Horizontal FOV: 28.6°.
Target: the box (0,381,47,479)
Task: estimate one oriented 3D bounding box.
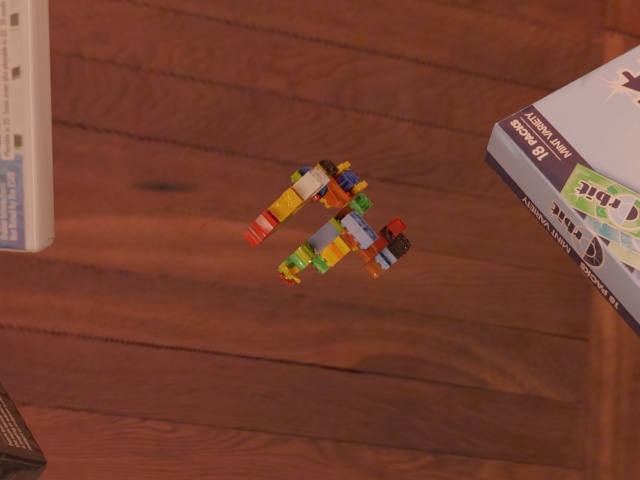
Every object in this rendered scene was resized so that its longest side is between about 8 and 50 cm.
[{"bbox_3d":[-0.689,0.321,1.535,0.480,0.297,0.471,-53,139,9],"label":"box"}]

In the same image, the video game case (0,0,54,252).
[{"bbox_3d":[-0.335,-0.162,0.883,0.299,0.036,0.329,4,103,11],"label":"video game case"}]

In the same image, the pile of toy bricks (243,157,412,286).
[{"bbox_3d":[0.000,0.000,1.111,0.105,0.212,0.118,-42,88,13],"label":"pile of toy bricks"}]

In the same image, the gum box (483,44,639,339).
[{"bbox_3d":[0.214,-0.042,0.715,0.184,0.041,0.157,-29,66,-19],"label":"gum box"}]
